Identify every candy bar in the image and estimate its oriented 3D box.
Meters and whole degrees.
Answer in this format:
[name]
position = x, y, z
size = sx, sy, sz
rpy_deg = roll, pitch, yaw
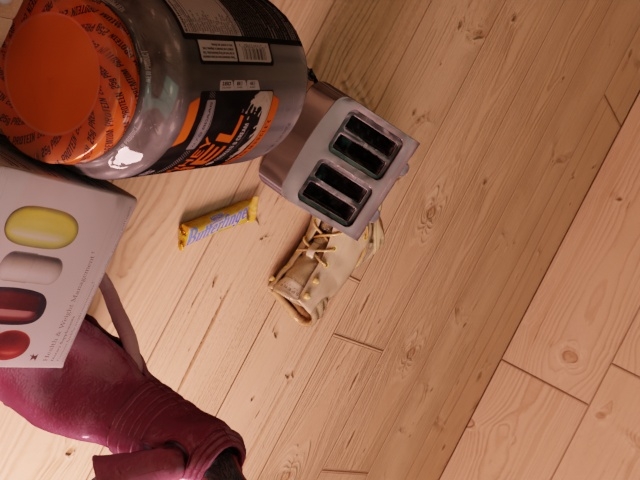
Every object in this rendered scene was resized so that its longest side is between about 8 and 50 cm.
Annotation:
[candy bar]
position = -0.137, -0.024, 1.477
size = 0.161, 0.018, 0.040
rpy_deg = -25, 135, -51

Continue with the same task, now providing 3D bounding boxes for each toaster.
[toaster]
position = 0.021, -0.114, 1.505
size = 0.186, 0.110, 0.168
rpy_deg = 31, 94, -27

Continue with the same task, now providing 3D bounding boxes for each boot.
[boot]
position = 0.000, 0.000, 1.661
size = 0.203, 0.095, 0.262
rpy_deg = -50, 153, -21

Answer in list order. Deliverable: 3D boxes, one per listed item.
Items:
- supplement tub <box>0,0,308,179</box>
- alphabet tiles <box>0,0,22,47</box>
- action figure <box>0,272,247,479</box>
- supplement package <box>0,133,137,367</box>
[supplement tub]
position = -0.163, -0.161, 1.091
size = 0.316, 0.194, 0.193
rpy_deg = -16, 127, -61
[alphabet tiles]
position = -0.358, -0.215, 0.786
size = 0.343, 0.011, 0.285
rpy_deg = 3, 129, -47
[action figure]
position = -0.179, 0.194, 1.210
size = 0.248, 0.370, 0.275
rpy_deg = -2, 115, -60
[supplement package]
position = -0.318, 0.004, 1.041
size = 0.203, 0.149, 0.194
rpy_deg = 13, 103, -63
